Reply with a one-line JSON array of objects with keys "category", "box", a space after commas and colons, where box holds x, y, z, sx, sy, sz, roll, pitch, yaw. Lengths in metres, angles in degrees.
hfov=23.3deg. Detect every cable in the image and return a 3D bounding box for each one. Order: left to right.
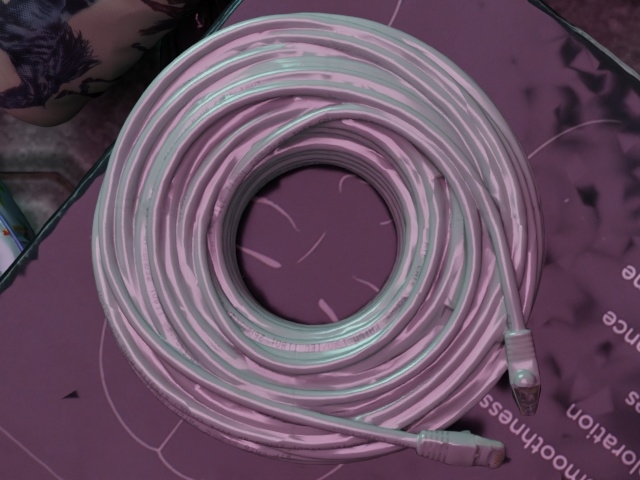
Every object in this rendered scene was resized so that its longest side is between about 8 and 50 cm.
[{"category": "cable", "box": [0.000, 0.000, 0.897, 0.257, 0.089, 0.257, 2, 87, 4]}]

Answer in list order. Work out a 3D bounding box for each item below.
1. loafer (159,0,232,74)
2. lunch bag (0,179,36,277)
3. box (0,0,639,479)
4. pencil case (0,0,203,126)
[{"category": "loafer", "box": [-0.088, -0.177, 1.279, 0.095, 0.109, 0.302, 0, 89, -6]}, {"category": "lunch bag", "box": [-0.339, 0.003, 1.291, 0.176, 0.090, 0.219, -37, 78, 2]}, {"category": "box", "box": [0.056, 0.091, 1.077, 0.480, 0.297, 0.472, 40, 89, 3]}, {"category": "pencil case", "box": [-0.111, -0.249, 1.125, 0.410, 0.183, 0.160, -35, 112, 26]}]
